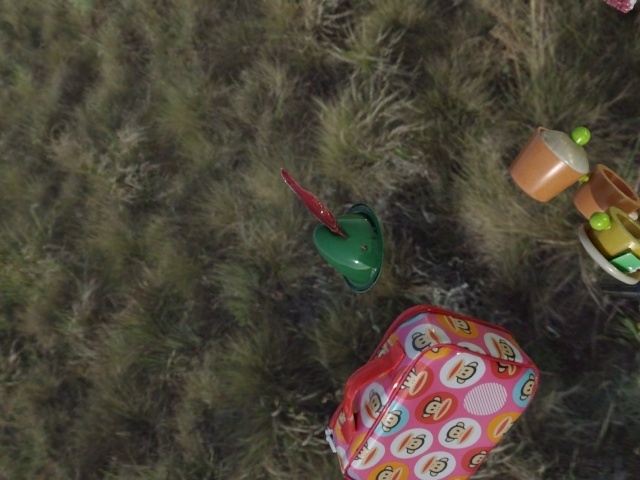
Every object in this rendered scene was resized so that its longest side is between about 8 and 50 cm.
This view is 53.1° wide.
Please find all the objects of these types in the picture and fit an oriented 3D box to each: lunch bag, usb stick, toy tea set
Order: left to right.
[{"bbox_3d":[0.145,0.241,0.936,0.293,0.258,0.120,-61,28,23],"label":"lunch bag"},{"bbox_3d":[0.507,0.074,1.012,0.077,0.278,0.045,10,89,14],"label":"usb stick"},{"bbox_3d":[0.380,-0.041,0.741,0.124,0.335,0.200,-50,38,32],"label":"toy tea set"}]

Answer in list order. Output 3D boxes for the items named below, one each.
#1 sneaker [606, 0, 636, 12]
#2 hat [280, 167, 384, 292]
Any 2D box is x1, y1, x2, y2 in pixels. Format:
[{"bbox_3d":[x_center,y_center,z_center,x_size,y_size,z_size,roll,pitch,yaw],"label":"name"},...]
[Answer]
[{"bbox_3d":[0.361,-0.369,0.753,0.121,0.299,0.112,45,101,16],"label":"sneaker"},{"bbox_3d":[0.000,0.000,1.252,0.173,0.183,0.209,-57,41,42],"label":"hat"}]
